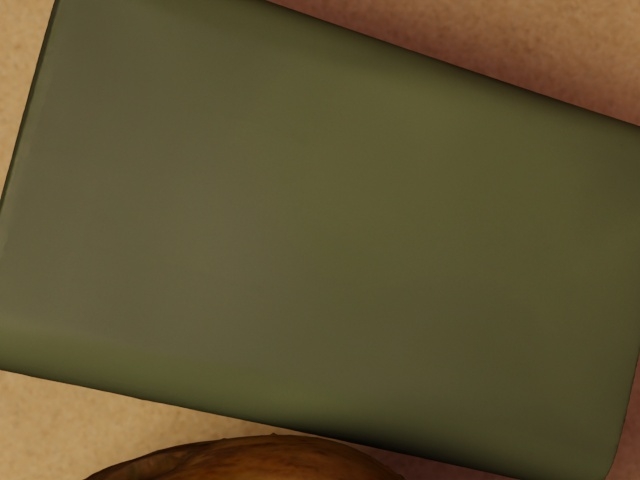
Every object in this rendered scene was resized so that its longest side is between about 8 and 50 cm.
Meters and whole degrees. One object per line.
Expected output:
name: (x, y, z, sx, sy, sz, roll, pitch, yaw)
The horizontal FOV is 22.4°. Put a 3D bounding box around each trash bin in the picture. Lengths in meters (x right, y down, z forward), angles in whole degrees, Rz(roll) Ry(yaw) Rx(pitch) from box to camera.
trash bin: (0.000, 0.000, 0.877, 0.343, 0.158, 0.223, 16, 85, -6)

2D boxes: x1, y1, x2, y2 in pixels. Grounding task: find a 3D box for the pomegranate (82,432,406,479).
pomegranate: (-0.043, 0.235, 0.770, 0.322, 0.322, 0.322, 0, 86, -7)
